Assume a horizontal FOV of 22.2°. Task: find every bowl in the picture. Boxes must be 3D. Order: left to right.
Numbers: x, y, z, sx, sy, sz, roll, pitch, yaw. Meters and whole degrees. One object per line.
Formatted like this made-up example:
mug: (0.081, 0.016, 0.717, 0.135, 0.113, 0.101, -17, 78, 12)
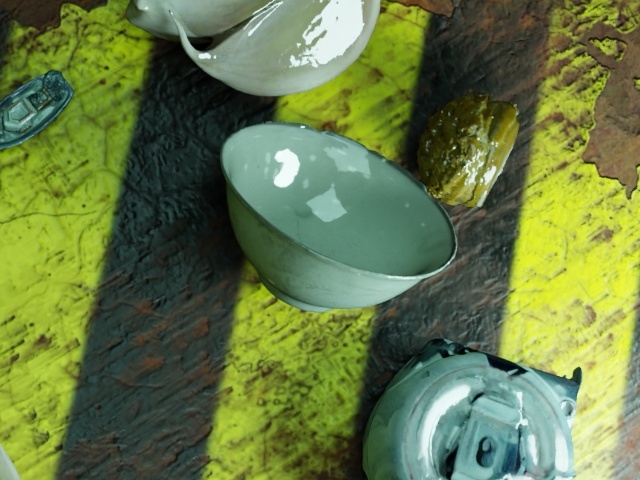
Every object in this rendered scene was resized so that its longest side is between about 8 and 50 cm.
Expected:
bowl: (0.000, 0.000, 2.015, 0.313, 0.146, 0.313, 18, 30, -11)

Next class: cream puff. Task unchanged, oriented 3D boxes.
cream puff: (0.186, -0.120, 2.113, 0.115, 0.165, 0.150, 28, 112, 6)

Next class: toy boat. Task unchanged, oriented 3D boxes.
toy boat: (-0.366, -0.158, 2.018, 0.140, 0.066, 0.059, -40, 93, -18)

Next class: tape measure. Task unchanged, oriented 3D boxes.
tape measure: (0.186, 0.256, 2.022, 0.256, 0.147, 0.275, 18, 72, -9)

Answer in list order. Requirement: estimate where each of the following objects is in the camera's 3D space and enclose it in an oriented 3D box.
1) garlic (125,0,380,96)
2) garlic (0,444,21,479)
garlic: (-0.086, -0.281, 2.033, 0.340, 0.246, 0.231, -27, 96, -34)
garlic: (-0.470, 0.273, 1.871, 0.217, 0.110, 0.228, -29, 86, -15)
